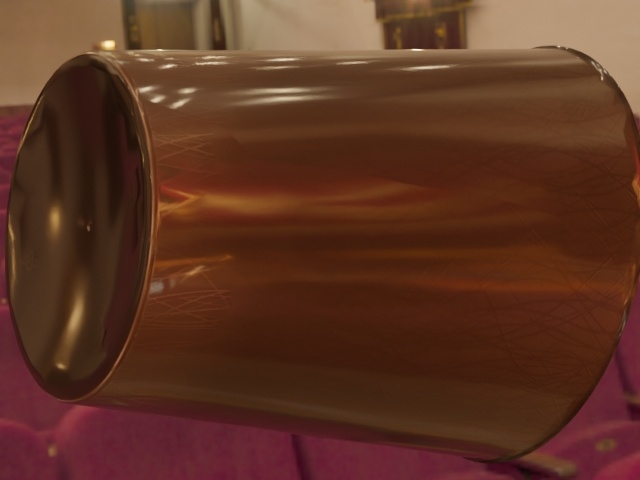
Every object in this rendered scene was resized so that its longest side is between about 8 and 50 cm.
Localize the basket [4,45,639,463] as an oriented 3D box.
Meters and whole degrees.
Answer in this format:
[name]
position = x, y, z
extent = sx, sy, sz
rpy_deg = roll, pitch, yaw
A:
[basket]
position = 0.000, 0.000, 0.467
extent = 0.227, 0.204, 0.154
rpy_deg = 5, 17, -37
